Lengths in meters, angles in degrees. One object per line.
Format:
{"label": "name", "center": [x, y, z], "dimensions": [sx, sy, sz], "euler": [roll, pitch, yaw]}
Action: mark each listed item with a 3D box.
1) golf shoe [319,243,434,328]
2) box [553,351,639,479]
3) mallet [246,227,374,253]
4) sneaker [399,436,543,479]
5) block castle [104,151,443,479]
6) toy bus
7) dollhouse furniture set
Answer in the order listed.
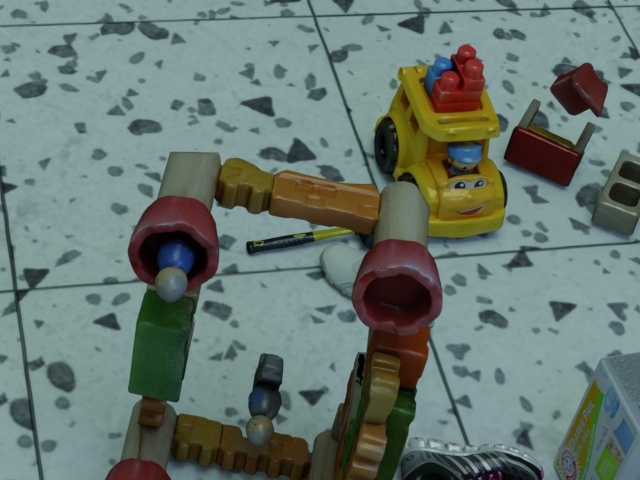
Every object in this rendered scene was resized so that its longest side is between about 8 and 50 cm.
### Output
{"label": "golf shoe", "center": [0.076, 0.044, 1.904], "dimensions": [0.176, 0.086, 0.069], "euler": [34, 52, 21]}
{"label": "box", "center": [0.354, 0.230, 1.708], "dimensions": [0.103, 0.203, 0.114], "euler": [-6, 48, -18]}
{"label": "mallet", "center": [0.000, 0.000, 1.965], "dimensions": [0.190, 0.039, 0.062], "euler": [-16, 49, -20]}
{"label": "sneaker", "center": [0.169, 0.274, 1.726], "dimensions": [0.170, 0.063, 0.075], "euler": [7, 46, 1]}
{"label": "block castle", "center": [-0.057, 0.147, 1.535], "dimensions": [0.303, 0.453, 0.213], "euler": [11, 39, -3]}
{"label": "toy bus", "center": [0.177, -0.144, 2.014], "dimensions": [0.149, 0.211, 0.220], "euler": [-4, 50, -18]}
{"label": "dollhouse furniture set", "center": [0.438, -0.098, 2.032], "dimensions": [0.374, 0.201, 0.152], "euler": [24, 47, 10]}
